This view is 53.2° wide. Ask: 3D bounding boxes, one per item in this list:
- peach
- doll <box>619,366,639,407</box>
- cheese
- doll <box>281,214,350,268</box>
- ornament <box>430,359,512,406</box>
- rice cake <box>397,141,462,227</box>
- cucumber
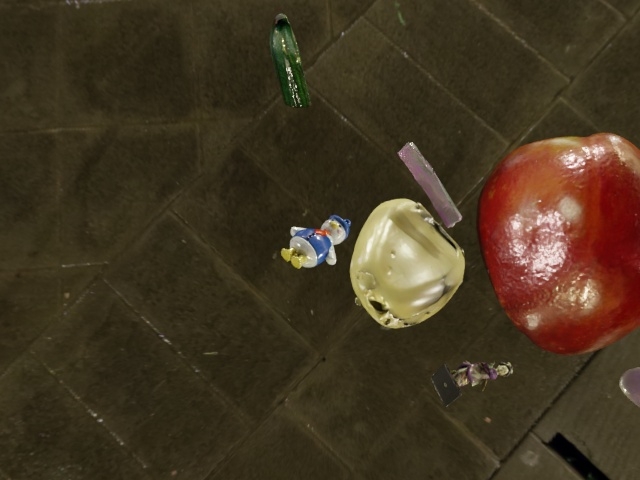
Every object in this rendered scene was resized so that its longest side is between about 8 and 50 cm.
[{"bbox_3d":[0.330,0.007,0.809,0.248,0.245,0.275,-1,84,-7],"label":"peach"},{"bbox_3d":[0.523,0.236,0.652,0.215,0.370,0.226,-34,113,-6],"label":"doll"},{"bbox_3d":[0.180,0.063,1.397,0.259,0.128,0.316,39,44,1],"label":"cheese"},{"bbox_3d":[0.000,0.000,1.037,0.099,0.058,0.143,38,50,26],"label":"doll"},{"bbox_3d":[0.370,0.311,1.497,0.203,0.081,0.088,-12,62,-19],"label":"ornament"},{"bbox_3d":[0.240,-0.122,1.396,0.047,0.036,0.207,-32,89,15],"label":"rice cake"},{"bbox_3d":[-0.080,-0.422,1.512,0.063,0.244,0.115,-20,50,-5],"label":"cucumber"}]
